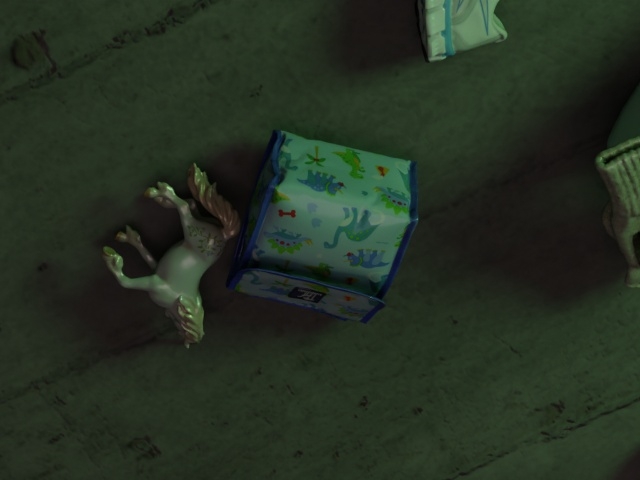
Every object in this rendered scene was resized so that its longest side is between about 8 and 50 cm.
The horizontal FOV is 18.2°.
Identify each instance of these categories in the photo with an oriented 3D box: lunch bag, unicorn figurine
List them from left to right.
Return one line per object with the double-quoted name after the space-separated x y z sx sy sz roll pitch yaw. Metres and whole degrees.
-0.121 0.021 1.658 0.111 0.060 0.162 39 129 0 "unicorn figurine"
0.000 0.000 1.636 0.129 0.096 0.151 14 132 -9 "lunch bag"

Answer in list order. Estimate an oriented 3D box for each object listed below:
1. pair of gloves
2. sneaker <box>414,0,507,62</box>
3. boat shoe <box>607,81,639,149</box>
0.339 -0.048 1.567 0.240 0.042 0.204 -19 151 2 "pair of gloves"
0.113 -0.229 1.528 0.083 0.071 0.190 -7 127 -3 "sneaker"
0.356 -0.148 1.550 0.102 0.108 0.301 40 104 -17 "boat shoe"
